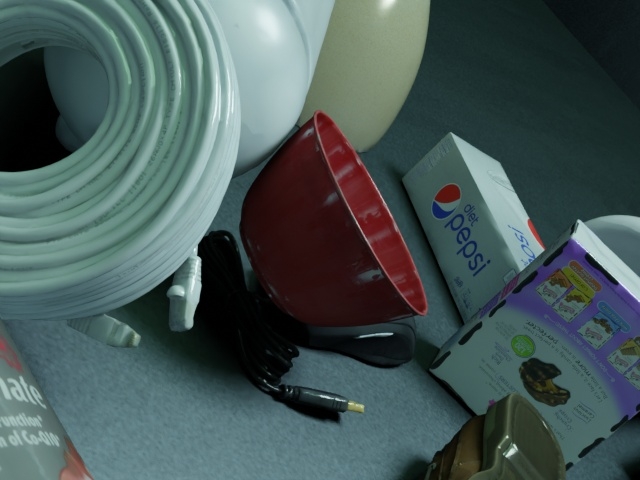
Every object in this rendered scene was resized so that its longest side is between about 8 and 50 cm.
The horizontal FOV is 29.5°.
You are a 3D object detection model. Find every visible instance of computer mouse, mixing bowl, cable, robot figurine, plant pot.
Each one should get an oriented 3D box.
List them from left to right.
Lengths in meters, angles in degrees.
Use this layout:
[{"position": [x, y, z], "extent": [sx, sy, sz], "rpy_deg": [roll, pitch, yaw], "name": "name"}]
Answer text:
[{"position": [-0.178, -0.078, 0.755], "extent": [0.257, 0.257, 0.089], "rpy_deg": [13, -11, 3], "name": "cable"}, {"position": [-0.095, -0.178, 0.966], "extent": [0.200, 0.300, 0.353], "rpy_deg": [42, 34, -20], "name": "robot figurine"}, {"position": [0.000, 0.000, 0.954], "extent": [0.181, 0.098, 0.181], "rpy_deg": [57, 12, -19], "name": "mixing bowl"}, {"position": [0.022, -0.274, 1.474], "extent": [0.284, 0.191, 0.284], "rpy_deg": [36, 24, -19], "name": "plant pot"}, {"position": [0.020, 0.074, 1.049], "extent": [0.262, 0.060, 0.184], "rpy_deg": [21, 31, -41], "name": "computer mouse"}]

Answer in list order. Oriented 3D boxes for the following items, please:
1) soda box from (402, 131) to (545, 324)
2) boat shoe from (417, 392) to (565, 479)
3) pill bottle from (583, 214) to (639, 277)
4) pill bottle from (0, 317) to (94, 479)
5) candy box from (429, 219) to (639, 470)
[{"position": [0.193, 0.004, 1.406], "extent": [0.098, 0.091, 0.286], "rpy_deg": [28, 28, -33], "name": "soda box"}, {"position": [0.114, 0.223, 0.905], "extent": [0.110, 0.104, 0.307], "rpy_deg": [54, 22, 0], "name": "boat shoe"}, {"position": [0.425, 0.092, 1.488], "extent": [0.363, 0.210, 0.210], "rpy_deg": [11, 40, -52], "name": "pill bottle"}, {"position": [-0.215, 0.075, 0.516], "extent": [0.318, 0.176, 0.176], "rpy_deg": [54, 25, 22], "name": "pill bottle"}, {"position": [0.232, 0.108, 1.161], "extent": [0.165, 0.196, 0.070], "rpy_deg": [44, 23, 0], "name": "candy box"}]
